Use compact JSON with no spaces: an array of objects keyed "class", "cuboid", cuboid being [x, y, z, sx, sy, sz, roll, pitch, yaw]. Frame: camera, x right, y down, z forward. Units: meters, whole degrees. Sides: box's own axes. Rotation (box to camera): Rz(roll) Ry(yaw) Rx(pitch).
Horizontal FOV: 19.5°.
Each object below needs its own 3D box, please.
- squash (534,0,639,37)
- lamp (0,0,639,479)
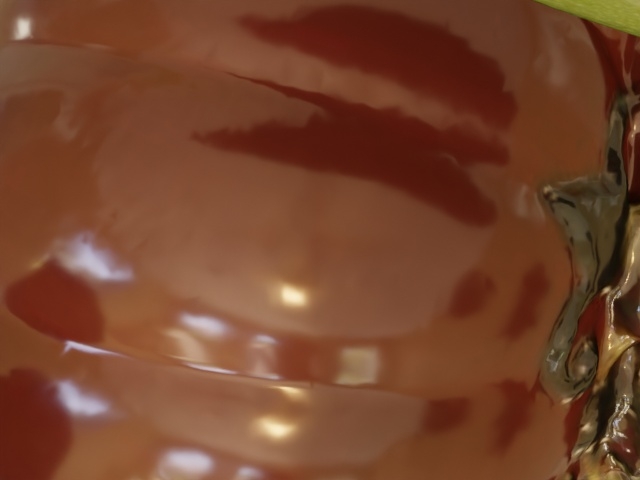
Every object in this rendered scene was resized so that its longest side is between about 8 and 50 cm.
[{"class":"squash","cuboid":[0.076,-0.085,0.390,0.341,0.094,0.094,16,61,-9]},{"class":"lamp","cuboid":[0.000,0.000,0.608,0.257,0.303,0.303,14,60,14]}]
